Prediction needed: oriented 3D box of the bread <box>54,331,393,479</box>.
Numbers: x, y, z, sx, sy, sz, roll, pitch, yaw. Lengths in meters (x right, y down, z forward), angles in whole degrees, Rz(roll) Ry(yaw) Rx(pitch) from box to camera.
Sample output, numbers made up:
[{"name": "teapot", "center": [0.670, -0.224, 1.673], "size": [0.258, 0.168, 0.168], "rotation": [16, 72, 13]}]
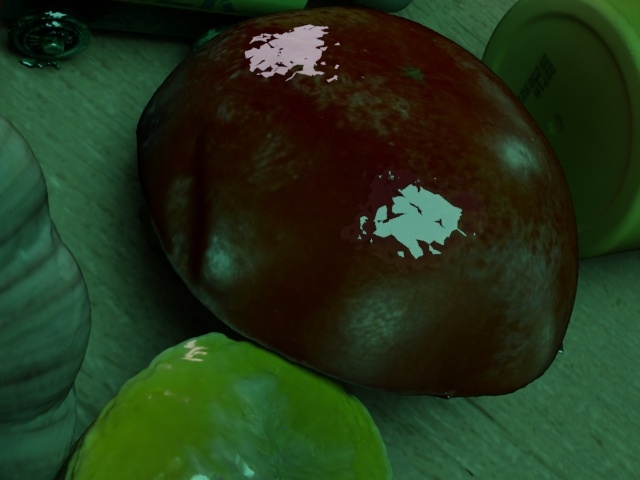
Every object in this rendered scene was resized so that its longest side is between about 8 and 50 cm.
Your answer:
[{"name": "bread", "center": [-0.067, 0.165, 0.671], "size": [0.197, 0.170, 0.197], "rotation": [15, 59, -26]}]

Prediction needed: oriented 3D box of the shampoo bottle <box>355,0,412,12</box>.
[{"name": "shampoo bottle", "center": [-0.043, -0.340, 0.905], "size": [0.350, 0.151, 0.221], "rotation": [29, 54, -14]}]

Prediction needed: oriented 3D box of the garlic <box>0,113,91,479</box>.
[{"name": "garlic", "center": [-0.273, 0.057, 0.567], "size": [0.322, 0.322, 0.241], "rotation": [21, 32, -18]}]

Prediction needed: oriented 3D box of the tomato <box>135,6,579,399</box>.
[{"name": "tomato", "center": [0.043, -0.056, 0.755], "size": [0.338, 0.143, 0.338], "rotation": [18, 34, -12]}]

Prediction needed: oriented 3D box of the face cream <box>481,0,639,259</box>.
[{"name": "face cream", "center": [0.258, -0.101, 0.913], "size": [0.179, 0.218, 0.218], "rotation": [-9, 74, -28]}]

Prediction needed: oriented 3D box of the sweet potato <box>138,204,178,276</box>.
[{"name": "sweet potato", "center": [0.000, 0.000, 0.834], "size": [0.273, 0.075, 0.075], "rotation": [2, 69, -28]}]

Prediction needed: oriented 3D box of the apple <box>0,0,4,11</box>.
[{"name": "apple", "center": [-0.324, -0.208, 0.638], "size": [0.277, 0.250, 0.309], "rotation": [-37, 83, -19]}]

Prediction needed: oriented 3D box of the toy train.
[{"name": "toy train", "center": [-0.120, -0.197, 0.803], "size": [0.253, 0.157, 0.105], "rotation": [2, 67, -24]}]
